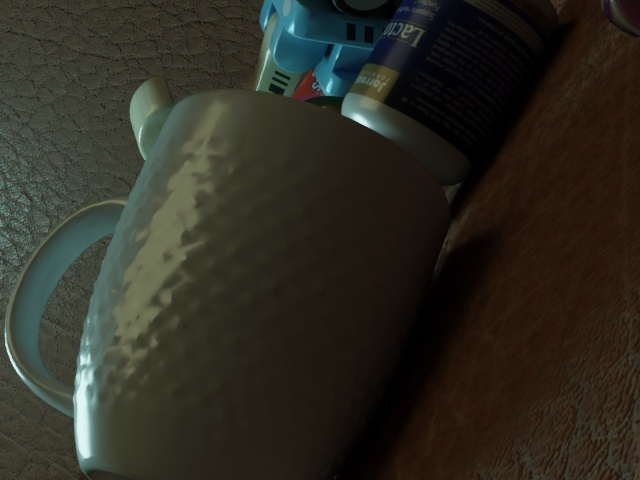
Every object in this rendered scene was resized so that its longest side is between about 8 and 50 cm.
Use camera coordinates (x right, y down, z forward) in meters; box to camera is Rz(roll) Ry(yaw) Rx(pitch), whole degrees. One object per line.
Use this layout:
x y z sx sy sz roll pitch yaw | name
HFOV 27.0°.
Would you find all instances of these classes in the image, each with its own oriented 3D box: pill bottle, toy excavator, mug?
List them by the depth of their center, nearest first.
-0.109 0.070 1.176 0.328 0.374 0.276 -69 -26 -21 | mug
0.115 -0.150 1.355 0.265 0.153 0.153 -59 8 -5 | pill bottle
-0.022 -0.276 1.924 0.222 0.433 0.445 -114 37 -46 | toy excavator

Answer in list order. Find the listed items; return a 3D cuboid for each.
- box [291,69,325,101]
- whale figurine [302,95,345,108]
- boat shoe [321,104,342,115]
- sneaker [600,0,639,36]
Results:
0.052 -0.257 2.169 0.257 0.122 0.128 -53 -4 11 | box
-0.018 -0.090 1.761 0.272 0.216 0.141 -29 20 42 | whale figurine
0.000 0.000 1.538 0.121 0.110 0.341 133 155 -58 | boat shoe
0.272 -0.245 0.979 0.236 0.095 0.104 -60 0 -6 | sneaker
